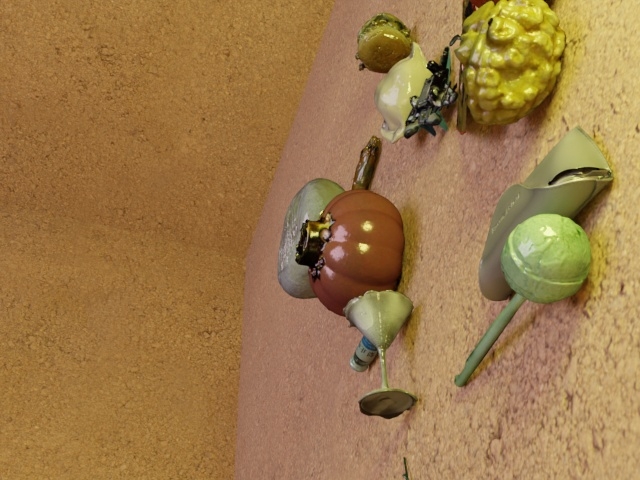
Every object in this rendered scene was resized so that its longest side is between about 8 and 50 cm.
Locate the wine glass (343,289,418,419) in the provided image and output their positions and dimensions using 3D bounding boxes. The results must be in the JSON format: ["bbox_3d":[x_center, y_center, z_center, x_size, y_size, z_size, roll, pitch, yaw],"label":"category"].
[{"bbox_3d":[0.128,0.234,1.652,0.156,0.156,0.232,118,156,-48],"label":"wine glass"}]

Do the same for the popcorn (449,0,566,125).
[{"bbox_3d":[0.305,-0.299,1.342,0.189,0.170,0.218,-113,45,-67],"label":"popcorn"}]

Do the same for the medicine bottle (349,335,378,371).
[{"bbox_3d":[0.121,0.232,1.866,0.051,0.051,0.191,-91,19,-47],"label":"medicine bottle"}]

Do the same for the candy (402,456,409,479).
[{"bbox_3d":[0.162,0.449,1.529,0.123,0.035,0.035,-85,16,-65],"label":"candy"}]

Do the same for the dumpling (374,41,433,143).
[{"bbox_3d":[0.199,-0.349,1.938,0.162,0.132,0.250,175,108,-73],"label":"dumpling"}]

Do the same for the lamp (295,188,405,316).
[{"bbox_3d":[0.064,0.024,1.889,0.305,0.240,0.305,-167,90,-76],"label":"lamp"}]

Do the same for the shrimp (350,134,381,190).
[{"bbox_3d":[0.122,-0.203,2.311,0.115,0.051,0.217,-100,24,-65],"label":"shrimp"}]

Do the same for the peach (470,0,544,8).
[{"bbox_3d":[0.319,-0.506,1.383,0.232,0.233,0.232,-167,90,-77],"label":"peach"}]

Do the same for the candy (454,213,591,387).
[{"bbox_3d":[0.282,0.120,1.231,0.439,0.119,0.119,107,169,-50],"label":"candy"}]

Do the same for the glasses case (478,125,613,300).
[{"bbox_3d":[0.317,-0.039,1.223,0.308,0.083,0.128,117,161,-46],"label":"glasses case"}]

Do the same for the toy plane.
[{"bbox_3d":[0.256,-0.343,1.804,0.169,0.078,0.246,-19,54,54],"label":"toy plane"}]

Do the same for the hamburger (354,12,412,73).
[{"bbox_3d":[0.166,-0.524,2.208,0.185,0.159,0.131,-41,36,36],"label":"hamburger"}]

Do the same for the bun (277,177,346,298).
[{"bbox_3d":[0.000,0.000,2.261,0.362,0.211,0.361,-168,90,-75],"label":"bun"}]

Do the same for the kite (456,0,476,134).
[{"bbox_3d":[0.282,-0.331,1.588,0.327,0.013,0.377,87,-173,-56],"label":"kite"}]
